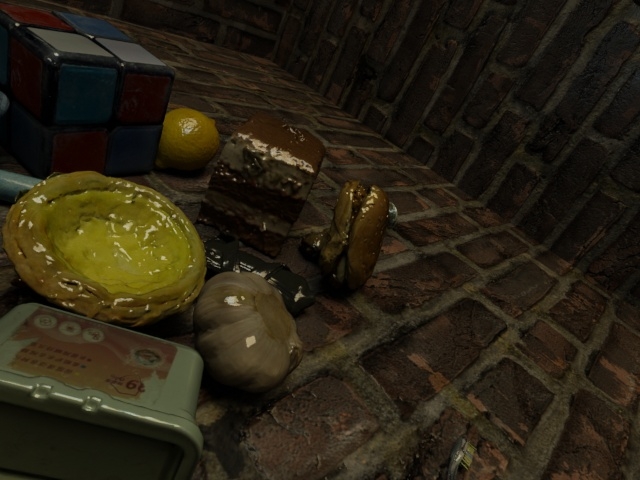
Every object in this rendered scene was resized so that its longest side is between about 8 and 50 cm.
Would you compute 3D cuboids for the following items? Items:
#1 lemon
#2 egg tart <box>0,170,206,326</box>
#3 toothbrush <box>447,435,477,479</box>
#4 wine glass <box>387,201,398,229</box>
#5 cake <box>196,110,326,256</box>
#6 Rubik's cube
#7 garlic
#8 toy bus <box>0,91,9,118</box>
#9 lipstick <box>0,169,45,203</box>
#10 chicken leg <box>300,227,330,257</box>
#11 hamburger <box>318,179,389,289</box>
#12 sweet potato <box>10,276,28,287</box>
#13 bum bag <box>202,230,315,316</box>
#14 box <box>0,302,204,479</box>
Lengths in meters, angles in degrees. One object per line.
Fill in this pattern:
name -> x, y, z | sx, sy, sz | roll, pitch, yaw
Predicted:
lemon -> -0.408, -0.300, 1.283 | 0.187, 0.186, 0.244 | 36, 61, 17
egg tart -> -0.371, 0.027, 0.754 | 0.345, 0.132, 0.345 | 35, 27, -21
toothbrush -> 0.199, 0.455, 0.673 | 0.042, 0.035, 0.413 | 37, 29, 13
wine glass -> 0.174, -0.101, 1.510 | 0.205, 0.111, 0.111 | 6, 34, -36
cake -> -0.152, -0.159, 1.152 | 0.256, 0.290, 0.282 | 23, 31, -4
Rubik's cube -> -0.610, -0.362, 1.069 | 0.316, 0.318, 0.313 | 37, 31, 20
garlic -> -0.135, 0.161, 0.757 | 0.227, 0.152, 0.228 | 54, 14, -19
toy bus -> -0.835, -0.292, 0.871 | 0.294, 0.231, 0.197 | 35, -7, 20
lipstick -> -0.565, -0.089, 0.913 | 0.274, 0.061, 0.068 | 16, 28, -20
chicken leg -> -0.002, -0.003, 1.242 | 0.069, 0.085, 0.198 | 61, 21, -6
hamburger -> 0.095, -0.010, 1.120 | 0.145, 0.283, 0.259 | 20, 6, 8
sweet potato -> -0.467, 0.053, 0.779 | 0.044, 0.044, 0.179 | 39, 29, 22
bum bag -> -0.157, 0.066, 0.981 | 0.327, 0.079, 0.142 | 27, 31, -1
box -> -0.305, 0.204, 0.546 | 0.312, 0.175, 0.182 | 20, 19, -13
